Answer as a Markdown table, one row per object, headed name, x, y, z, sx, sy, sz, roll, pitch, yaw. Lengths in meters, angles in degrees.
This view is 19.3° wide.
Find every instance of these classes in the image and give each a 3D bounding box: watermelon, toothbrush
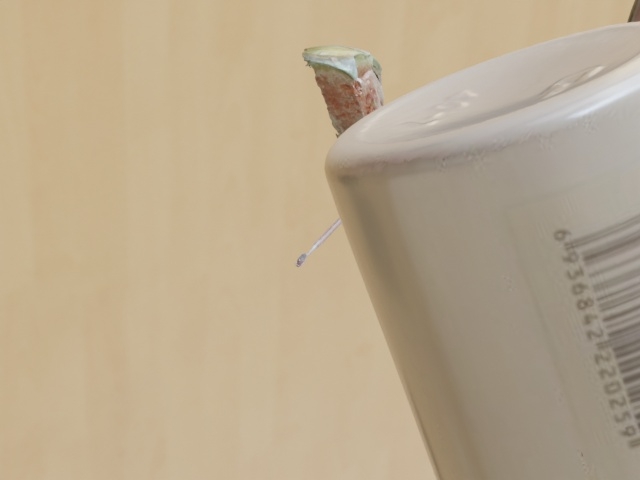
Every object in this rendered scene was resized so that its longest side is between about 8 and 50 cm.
| name | x | y | z | sx | sy | sz | roll | pitch | yaw |
| --- | --- | --- | --- | --- | --- | --- | --- | --- | --- |
| watermelon | 0.036 | -0.134 | 1.891 | 0.071 | 0.139 | 0.187 | -17 | 174 | 4 |
| toothbrush | 0.000 | 0.000 | 1.782 | 0.097 | 0.006 | 0.008 | -46 | 163 | -51 |

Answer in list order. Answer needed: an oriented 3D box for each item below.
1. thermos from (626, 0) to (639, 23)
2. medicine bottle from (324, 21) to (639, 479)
| name | x | y | z | sx | sy | sz | roll | pitch | yaw |
| --- | --- | --- | --- | --- | --- | --- | --- | --- | --- |
| thermos | 0.366 | -0.133 | 1.351 | 0.146 | 0.265 | 0.176 | -44 | 148 | -33 |
| medicine bottle | 0.152 | 0.073 | 1.011 | 0.208 | 0.208 | 0.340 | -29 | 106 | -33 |
